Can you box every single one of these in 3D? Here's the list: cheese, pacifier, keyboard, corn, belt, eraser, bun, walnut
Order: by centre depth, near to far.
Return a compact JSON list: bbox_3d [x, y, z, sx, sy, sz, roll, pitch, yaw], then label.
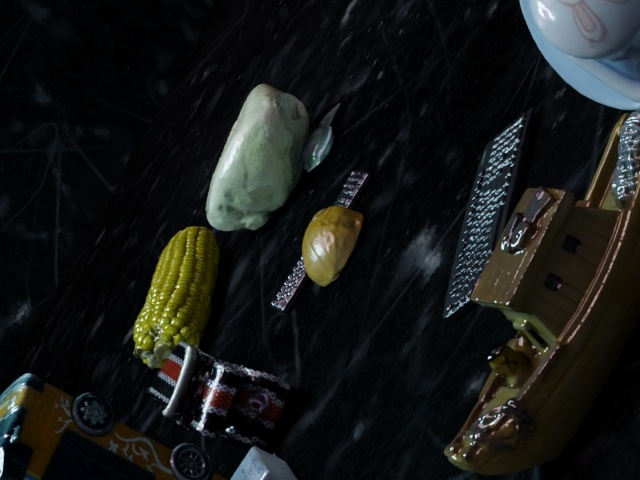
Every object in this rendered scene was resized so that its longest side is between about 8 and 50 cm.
[{"bbox_3d":[0.299,-0.249,1.493,0.226,0.238,0.287,-32,-30,-35],"label":"pacifier"},{"bbox_3d":[0.165,-0.028,1.716,0.087,0.017,0.250,-40,24,44],"label":"keyboard"},{"bbox_3d":[-0.101,0.320,1.802,0.212,0.046,0.092,-57,15,2],"label":"eraser"},{"bbox_3d":[-0.130,0.181,2.055,0.359,0.126,0.094,178,114,-79],"label":"belt"},{"bbox_3d":[0.006,0.000,2.090,0.091,0.052,0.121,-52,14,31],"label":"walnut"},{"bbox_3d":[0.000,0.000,2.179,0.204,0.013,0.061,-59,16,-4],"label":"keyboard"},{"bbox_3d":[0.000,-0.141,2.432,0.067,0.026,0.120,-44,20,40],"label":"cheese"},{"bbox_3d":[-0.081,-0.111,2.460,0.237,0.116,0.210,120,173,-64],"label":"bun"},{"bbox_3d":[-0.201,0.070,2.506,0.102,0.102,0.313,-49,18,29],"label":"corn"}]

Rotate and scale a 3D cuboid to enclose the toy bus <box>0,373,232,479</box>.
[{"bbox_3d":[-0.251,0.281,1.914,0.138,0.275,0.167,-42,23,44],"label":"toy bus"}]

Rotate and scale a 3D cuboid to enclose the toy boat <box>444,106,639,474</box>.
[{"bbox_3d":[0.186,0.035,1.339,0.321,0.121,0.089,-60,21,-10],"label":"toy boat"}]
